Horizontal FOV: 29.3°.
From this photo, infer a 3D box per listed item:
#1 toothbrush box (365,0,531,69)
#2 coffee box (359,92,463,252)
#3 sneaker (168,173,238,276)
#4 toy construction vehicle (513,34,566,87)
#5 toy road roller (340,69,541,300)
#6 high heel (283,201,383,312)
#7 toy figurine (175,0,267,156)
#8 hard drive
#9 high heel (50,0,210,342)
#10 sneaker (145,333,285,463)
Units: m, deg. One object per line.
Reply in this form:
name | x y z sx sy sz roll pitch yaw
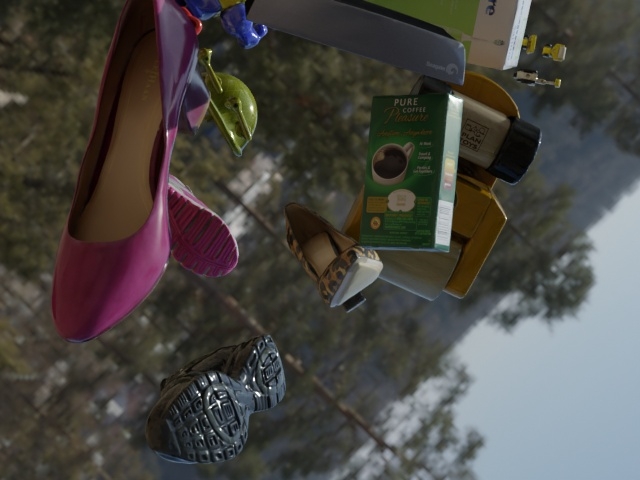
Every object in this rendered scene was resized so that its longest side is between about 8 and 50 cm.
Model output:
toothbrush box | 0.191 -0.404 1.967 0.122 0.283 0.206 -25 127 -67
coffee box | 0.106 -0.080 1.439 0.113 0.184 0.040 1 174 40
sneaker | -0.233 -0.045 2.011 0.103 0.252 0.111 -44 -169 8
toy construction vehicle | 0.369 -0.309 2.113 0.035 0.098 0.086 83 15 -85
toy road roller | 0.178 -0.097 1.854 0.240 0.202 0.330 -87 -158 -75
high heel | 0.000 0.000 1.725 0.093 0.186 0.261 -33 169 -9
toy figurine | -0.114 -0.317 1.574 0.217 0.363 0.191 -35 -173 -16
hard drive | 0.040 -0.248 1.417 0.172 0.254 0.054 -102 -151 -72
high heel | -0.218 -0.087 1.270 0.181 0.127 0.377 68 29 -52
sneaker | -0.145 0.199 1.472 0.130 0.109 0.286 -12 -175 22
